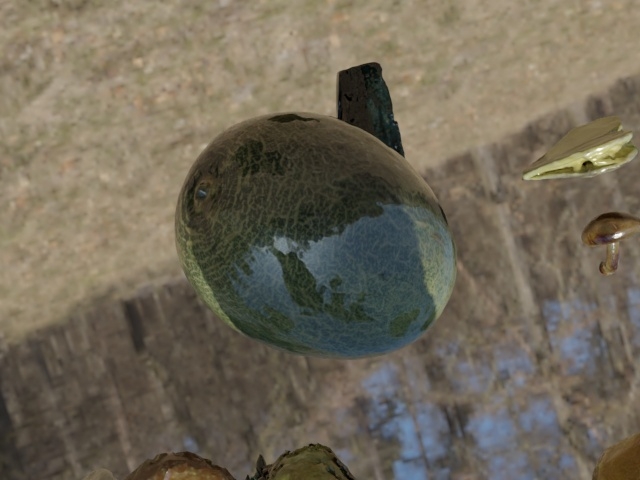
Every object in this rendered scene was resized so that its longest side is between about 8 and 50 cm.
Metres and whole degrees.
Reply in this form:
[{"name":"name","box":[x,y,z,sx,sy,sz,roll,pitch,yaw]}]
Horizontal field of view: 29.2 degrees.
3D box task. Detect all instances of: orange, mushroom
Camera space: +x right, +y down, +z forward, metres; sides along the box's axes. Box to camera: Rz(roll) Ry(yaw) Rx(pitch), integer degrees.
[{"name":"orange","box":[0.506,0.392,1.906,0.158,0.179,0.237,-33,171,-7]},{"name":"mushroom","box":[0.431,-0.001,1.853,0.088,0.073,0.130,-23,147,-22]}]

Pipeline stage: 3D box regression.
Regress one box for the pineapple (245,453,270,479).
[{"name":"pineapple","box":[-0.129,0.310,1.506,0.221,0.083,0.103,15,-154,-38]}]

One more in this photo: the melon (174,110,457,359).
[{"name":"melon","box":[0.000,0.000,1.275,0.248,0.249,0.329,-6,156,45]}]

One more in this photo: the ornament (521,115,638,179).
[{"name":"ornament","box":[0.395,-0.130,1.902,0.180,0.059,0.201,-21,-172,11]}]

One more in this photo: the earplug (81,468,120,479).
[{"name":"earplug","box":[-0.296,0.581,1.823,0.312,0.394,0.312,-42,-172,8]}]

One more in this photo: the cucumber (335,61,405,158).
[{"name":"cucumber","box":[0.057,-0.124,1.546,0.085,0.193,0.115,-5,-177,-6]}]

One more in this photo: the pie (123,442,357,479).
[{"name":"pie","box":[0.038,0.342,0.895,0.180,0.395,0.418,-31,148,2]}]
